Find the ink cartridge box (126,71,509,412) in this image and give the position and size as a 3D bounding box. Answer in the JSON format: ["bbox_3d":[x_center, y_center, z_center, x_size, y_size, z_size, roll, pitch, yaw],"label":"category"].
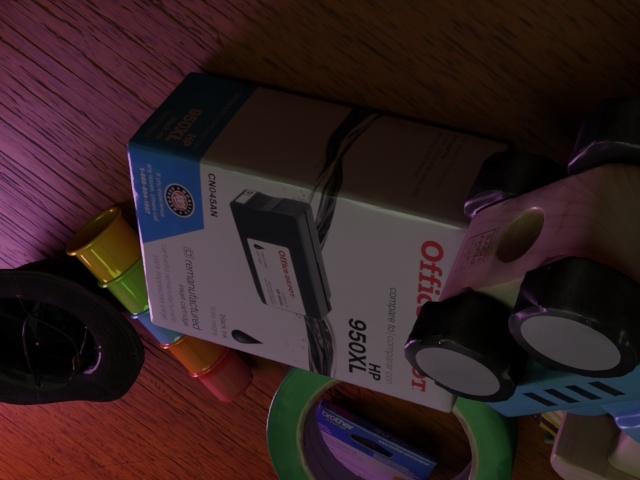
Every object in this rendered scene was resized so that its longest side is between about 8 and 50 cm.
[{"bbox_3d":[0.000,0.000,1.326,0.395,0.166,0.285,14,132,17],"label":"ink cartridge box"}]

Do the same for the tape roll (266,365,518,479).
[{"bbox_3d":[0.093,0.254,1.500,0.321,0.077,0.321,6,115,13],"label":"tape roll"}]

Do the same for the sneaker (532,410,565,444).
[{"bbox_3d":[0.289,0.187,1.401,0.084,0.069,0.185,-5,124,26],"label":"sneaker"}]

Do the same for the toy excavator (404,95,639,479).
[{"bbox_3d":[0.290,0.124,1.125,0.445,0.222,0.433,36,151,-19],"label":"toy excavator"}]

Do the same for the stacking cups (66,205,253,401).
[{"bbox_3d":[-0.212,0.094,1.596,0.096,0.096,0.316,-19,122,39],"label":"stacking cups"}]

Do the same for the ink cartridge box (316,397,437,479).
[{"bbox_3d":[0.047,0.347,1.681,0.186,0.065,0.311,27,138,6],"label":"ink cartridge box"}]

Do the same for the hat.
[{"bbox_3d":[-0.408,0.105,1.670,0.332,0.134,0.331,3,138,3],"label":"hat"}]
